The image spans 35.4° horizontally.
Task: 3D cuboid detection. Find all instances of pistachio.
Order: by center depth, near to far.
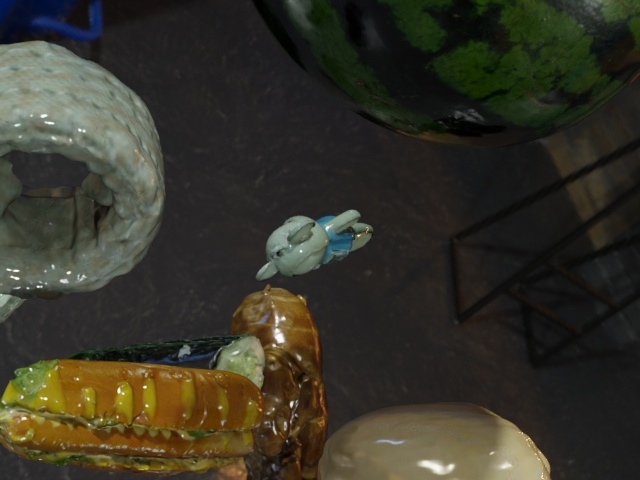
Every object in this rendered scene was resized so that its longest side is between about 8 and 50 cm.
[{"bbox_3d":[0.095,0.205,0.839,0.117,0.200,0.145,70,26,-50],"label":"pistachio"}]

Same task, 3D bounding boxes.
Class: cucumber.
[{"bbox_3d":[-0.182,0.146,1.094,0.074,0.241,0.074,-7,90,-71],"label":"cucumber"}]

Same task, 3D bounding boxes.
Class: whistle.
[{"bbox_3d":[0.000,0.000,1.343,0.077,0.114,0.236,47,27,18],"label":"whistle"}]

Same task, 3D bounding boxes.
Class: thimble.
[{"bbox_3d":[-0.333,-0.073,1.170,0.291,0.291,0.195,26,29,-29],"label":"thimble"}]

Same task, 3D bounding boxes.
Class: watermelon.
[{"bbox_3d":[0.083,-0.202,0.559,0.285,0.285,0.285,29,39,-26],"label":"watermelon"}]

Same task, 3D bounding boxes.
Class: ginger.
[{"bbox_3d":[-0.060,0.267,1.620,0.152,0.357,0.274,-8,41,-5],"label":"ginger"}]

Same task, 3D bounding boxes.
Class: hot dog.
[{"bbox_3d":[-0.175,0.172,0.950,0.269,0.115,0.072,6,32,-32],"label":"hot dog"}]

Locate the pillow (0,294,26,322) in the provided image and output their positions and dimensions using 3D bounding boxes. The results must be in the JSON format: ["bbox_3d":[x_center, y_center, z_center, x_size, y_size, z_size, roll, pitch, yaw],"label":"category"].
[{"bbox_3d":[-0.676,0.109,1.762,0.283,0.310,0.138,-53,138,-40],"label":"pillow"}]
